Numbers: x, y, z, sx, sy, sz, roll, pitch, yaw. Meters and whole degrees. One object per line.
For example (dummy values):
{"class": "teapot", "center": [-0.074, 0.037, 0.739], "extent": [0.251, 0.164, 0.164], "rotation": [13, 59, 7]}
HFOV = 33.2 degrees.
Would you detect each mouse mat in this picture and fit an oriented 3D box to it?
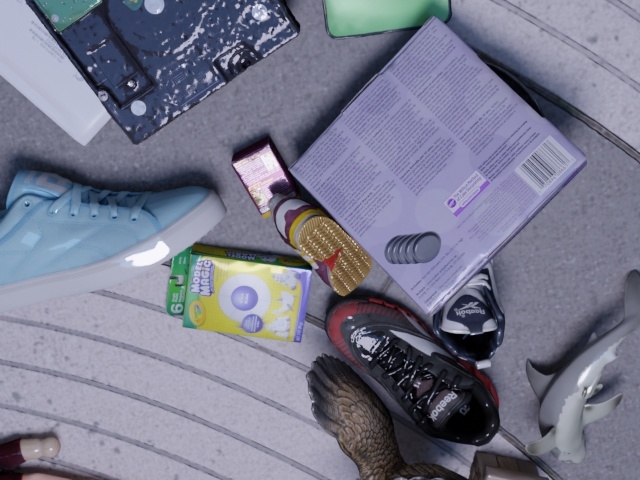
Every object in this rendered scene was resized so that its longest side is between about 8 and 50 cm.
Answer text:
{"class": "mouse mat", "center": [0.071, -0.336, 1.251], "extent": [0.153, 0.007, 0.189], "rotation": [-7, 110, 2]}

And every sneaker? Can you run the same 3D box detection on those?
{"class": "sneaker", "center": [0.000, 0.000, 1.320], "extent": [0.069, 0.084, 0.185], "rotation": [-45, 144, -5]}
{"class": "sneaker", "center": [0.174, 0.051, 1.308], "extent": [0.094, 0.153, 0.235], "rotation": [-8, 109, 1]}
{"class": "sneaker", "center": [0.124, 0.169, 1.355], "extent": [0.276, 0.135, 0.097], "rotation": [38, 98, -12]}
{"class": "sneaker", "center": [-0.301, -0.022, 1.287], "extent": [0.366, 0.135, 0.150], "rotation": [-18, 111, 4]}

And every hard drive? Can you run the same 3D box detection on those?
{"class": "hard drive", "center": [-0.251, -0.288, 1.244], "extent": [0.203, 0.040, 0.307], "rotation": [42, 103, -13]}
{"class": "hard drive", "center": [-0.210, -0.307, 1.183], "extent": [0.237, 0.064, 0.339], "rotation": [-33, 107, 10]}

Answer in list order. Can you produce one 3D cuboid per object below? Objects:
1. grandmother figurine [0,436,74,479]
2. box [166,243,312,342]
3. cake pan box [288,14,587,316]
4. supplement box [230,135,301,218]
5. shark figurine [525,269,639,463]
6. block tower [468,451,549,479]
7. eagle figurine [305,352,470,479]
{"class": "grandmother figurine", "center": [-0.409, 0.357, 1.440], "extent": [0.342, 0.104, 0.207], "rotation": [18, 80, -4]}
{"class": "box", "center": [-0.105, 0.066, 1.368], "extent": [0.179, 0.043, 0.105], "rotation": [8, 108, -2]}
{"class": "cake pan box", "center": [0.137, -0.089, 1.246], "extent": [0.246, 0.070, 0.267], "rotation": [44, 98, 11]}
{"class": "supplement box", "center": [-0.066, -0.077, 1.318], "extent": [0.055, 0.043, 0.083], "rotation": [-26, 108, 8]}
{"class": "shark figurine", "center": [0.323, 0.171, 1.385], "extent": [0.166, 0.116, 0.278], "rotation": [1, 122, -37]}
{"class": "block tower", "center": [0.224, 0.451, 1.480], "extent": [0.091, 0.097, 0.335], "rotation": [11, 110, -5]}
{"class": "eagle figurine", "center": [0.084, 0.297, 1.333], "extent": [0.226, 0.225, 0.298], "rotation": [7, 128, 4]}
